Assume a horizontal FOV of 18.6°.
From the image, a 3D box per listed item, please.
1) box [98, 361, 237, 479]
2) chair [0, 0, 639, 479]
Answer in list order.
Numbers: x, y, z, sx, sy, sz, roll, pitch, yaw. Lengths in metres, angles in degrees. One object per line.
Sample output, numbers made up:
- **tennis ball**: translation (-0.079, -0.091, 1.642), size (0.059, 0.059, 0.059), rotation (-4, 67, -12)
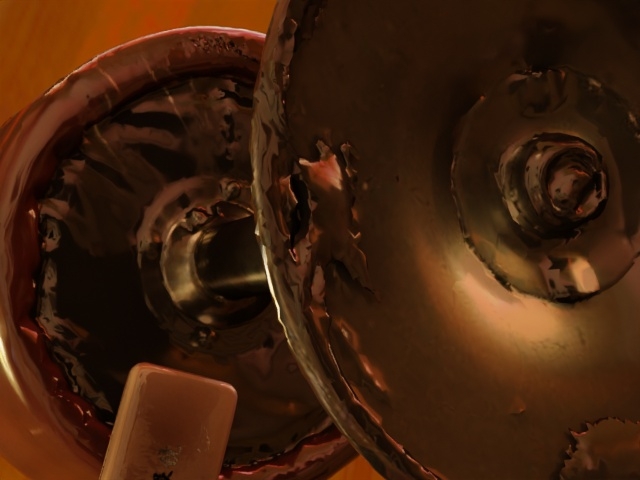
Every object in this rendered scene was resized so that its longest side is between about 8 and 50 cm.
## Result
- **box**: translation (-0.069, 0.109, 0.796), size (0.048, 0.025, 0.115), rotation (16, 87, -11)
- **chair**: translation (0.000, 0.000, 0.749), size (0.226, 0.401, 0.226), rotation (3, 83, -25)
